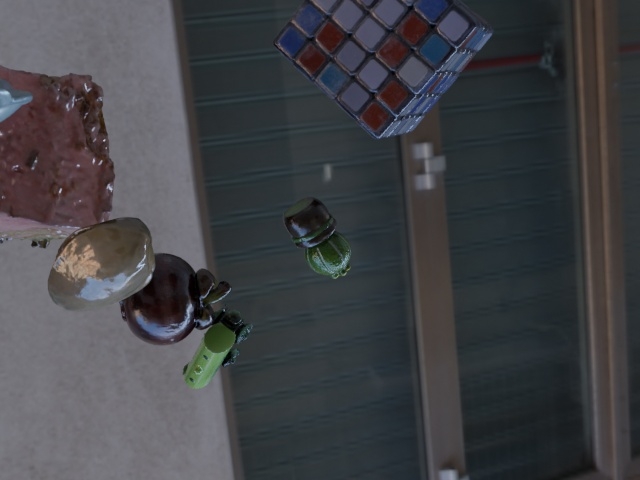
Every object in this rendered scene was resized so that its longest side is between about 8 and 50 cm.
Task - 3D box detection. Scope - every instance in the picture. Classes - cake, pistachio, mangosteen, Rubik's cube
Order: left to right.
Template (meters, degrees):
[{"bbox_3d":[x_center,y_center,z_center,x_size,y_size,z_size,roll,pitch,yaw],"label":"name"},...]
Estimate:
[{"bbox_3d":[-0.554,-0.154,1.662,0.293,0.314,0.307,-6,170,37],"label":"cake"},{"bbox_3d":[-0.364,0.041,1.538,0.223,0.152,0.126,-39,-148,30],"label":"pistachio"},{"bbox_3d":[-0.332,0.129,2.109,0.258,0.215,0.215,-9,-168,-14],"label":"mangosteen"},{"bbox_3d":[0.131,-0.398,1.800,0.293,0.292,0.287,-48,173,18],"label":"Rubik's cube"}]

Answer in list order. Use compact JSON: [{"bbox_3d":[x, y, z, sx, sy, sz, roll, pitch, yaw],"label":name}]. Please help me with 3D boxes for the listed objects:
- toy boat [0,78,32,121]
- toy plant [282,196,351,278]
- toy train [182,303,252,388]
[{"bbox_3d":[-0.477,-0.172,1.028,0.290,0.100,0.199,19,-174,-5],"label":"toy boat"},{"bbox_3d":[0.000,0.000,1.748,0.093,0.162,0.093,-30,-161,12],"label":"toy plant"},{"bbox_3d":[-0.260,0.268,2.225,0.157,0.105,0.253,-50,176,-38],"label":"toy train"}]
